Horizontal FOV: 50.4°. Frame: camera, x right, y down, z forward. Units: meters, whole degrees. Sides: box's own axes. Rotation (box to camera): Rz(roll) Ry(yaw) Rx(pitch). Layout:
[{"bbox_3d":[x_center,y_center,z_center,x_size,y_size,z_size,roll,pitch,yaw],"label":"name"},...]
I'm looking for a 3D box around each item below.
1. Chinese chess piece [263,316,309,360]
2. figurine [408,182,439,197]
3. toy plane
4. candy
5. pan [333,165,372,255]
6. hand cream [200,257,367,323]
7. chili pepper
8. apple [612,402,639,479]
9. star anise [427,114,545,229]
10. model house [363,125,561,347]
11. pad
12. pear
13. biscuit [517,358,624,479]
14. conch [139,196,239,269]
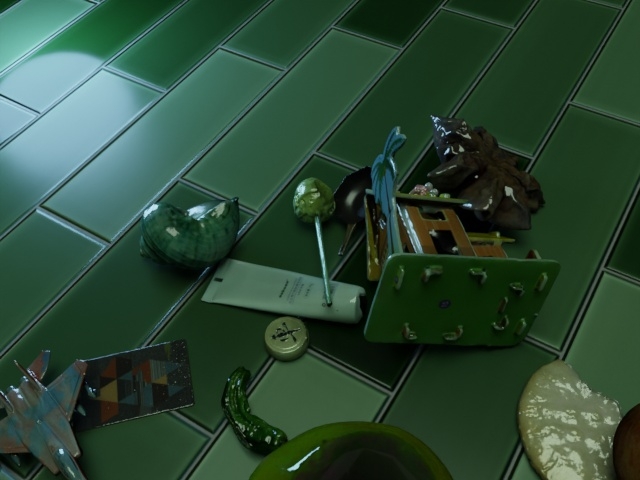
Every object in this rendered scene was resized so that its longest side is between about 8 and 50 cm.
[{"bbox_3d":[-0.062,0.179,1.245,0.084,0.034,0.084,-2,51,3],"label":"Chinese chess piece"},{"bbox_3d":[0.194,-0.071,1.424,0.129,0.054,0.072,-29,70,-27],"label":"figurine"},{"bbox_3d":[-0.437,0.323,1.108,0.223,0.104,0.326,-38,62,-20],"label":"toy plane"},{"bbox_3d":[0.000,0.000,1.325,0.092,0.093,0.335,27,33,-29],"label":"candy"},{"bbox_3d":[0.071,-0.057,1.416,0.128,0.048,0.202,26,77,46],"label":"pan"},{"bbox_3d":[-0.066,0.097,1.304,0.321,0.067,0.109,10,54,17],"label":"hand cream"},{"bbox_3d":[-0.121,0.293,1.150,0.073,0.050,0.182,-30,53,-10],"label":"chili pepper"},{"bbox_3d":[0.530,0.322,0.973,0.211,0.211,0.187,-19,92,-12],"label":"apple"},{"bbox_3d":[0.321,-0.143,1.384,0.315,0.108,0.315,24,43,-25],"label":"star anise"},{"bbox_3d":[0.223,-0.035,1.209,0.301,0.340,0.323,2,38,-13],"label":"model house"},{"bbox_3d":[-0.338,0.257,1.219,0.212,0.003,0.142,-13,51,-6],"label":"pad"},{"bbox_3d":[0.054,0.420,0.944,0.399,0.165,0.398,0,54,0],"label":"pear"},{"bbox_3d":[0.421,0.311,1.109,0.188,0.040,0.265,-8,51,0],"label":"biscuit"},{"bbox_3d":[-0.269,-0.013,1.356,0.203,0.134,0.196,0,11,10],"label":"conch"}]
